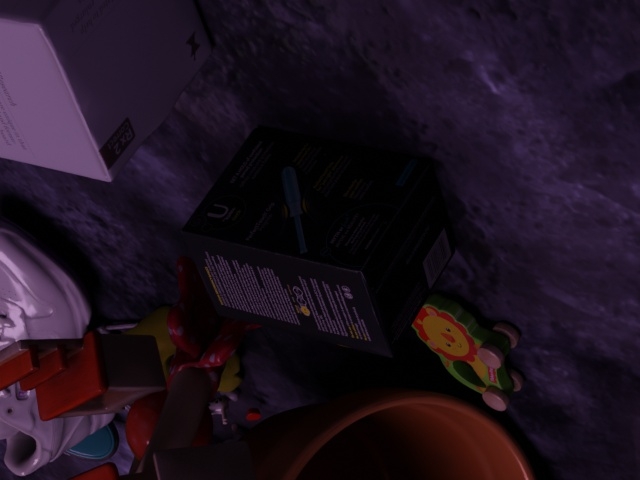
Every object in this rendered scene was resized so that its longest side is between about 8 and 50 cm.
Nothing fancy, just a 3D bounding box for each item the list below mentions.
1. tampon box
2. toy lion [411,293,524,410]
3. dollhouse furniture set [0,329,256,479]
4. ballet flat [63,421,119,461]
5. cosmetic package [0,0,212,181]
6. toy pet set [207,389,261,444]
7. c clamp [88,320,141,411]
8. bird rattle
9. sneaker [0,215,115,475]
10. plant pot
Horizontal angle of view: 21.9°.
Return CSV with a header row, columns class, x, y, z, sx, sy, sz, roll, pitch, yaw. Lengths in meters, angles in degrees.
class,x,y,z,sx,sy,sz,roll,pitch,yaw
tampon box,0.000,0.000,1.265,0.161,0.120,0.101,13,142,30
toy lion,0.118,0.087,1.369,0.096,0.034,0.100,24,148,28
dollhouse furniture set,-0.188,0.213,1.375,0.135,0.259,0.262,0,160,-42
ballet flat,-0.316,0.187,1.866,0.203,0.074,0.074,26,148,0
cosmetic package,-0.207,-0.158,1.206,0.184,0.151,0.151,12,142,29
toy pet set,-0.117,0.184,1.703,0.114,0.065,0.122,-7,147,-4
c clamp,-0.201,0.140,1.731,0.137,0.022,0.160,3,137,40
bird rattle,-0.119,0.143,1.510,0.143,0.207,0.253,22,161,-16
sneaker,-0.297,0.112,1.640,0.114,0.152,0.305,23,141,38
plant pot,0.026,0.263,1.481,0.291,0.291,0.203,49,161,-24
